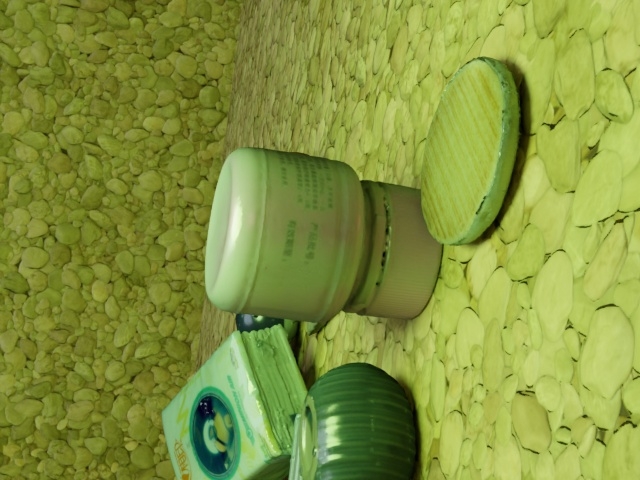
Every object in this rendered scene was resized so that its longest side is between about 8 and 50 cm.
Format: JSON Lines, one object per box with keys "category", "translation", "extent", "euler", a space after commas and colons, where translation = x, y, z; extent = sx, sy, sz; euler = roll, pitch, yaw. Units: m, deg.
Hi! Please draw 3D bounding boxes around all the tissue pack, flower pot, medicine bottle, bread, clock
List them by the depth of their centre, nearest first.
{"category": "bread", "translation": [0.204, -0.119, 1.217], "extent": [0.267, 0.041, 0.266], "euler": [-172, 90, -75]}
{"category": "flower pot", "translation": [0.052, 0.302, 1.339], "extent": [0.189, 0.157, 0.242], "euler": [121, 152, -52]}
{"category": "medicine bottle", "translation": [0.000, 0.000, 1.370], "extent": [0.256, 0.325, 0.255], "euler": [-173, 90, -74]}
{"category": "tissue pack", "translation": [-0.176, 0.393, 1.883], "extent": [0.388, 0.162, 0.287], "euler": [-48, 53, 41]}
{"category": "clock", "translation": [-0.118, 0.233, 2.062], "extent": [0.199, 0.147, 0.243], "euler": [122, 145, -61]}

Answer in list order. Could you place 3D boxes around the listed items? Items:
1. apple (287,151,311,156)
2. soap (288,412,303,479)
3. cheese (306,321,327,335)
{"category": "apple", "translation": [-0.073, -0.104, 2.019], "extent": [0.201, 0.162, 0.201], "euler": [-170, 90, -77]}
{"category": "soap", "translation": [-0.004, 0.436, 1.611], "extent": [0.145, 0.091, 0.230], "euler": [153, 123, -76]}
{"category": "cheese", "translation": [0.037, 0.093, 1.758], "extent": [0.400, 0.034, 0.085], "euler": [124, 146, -60]}
